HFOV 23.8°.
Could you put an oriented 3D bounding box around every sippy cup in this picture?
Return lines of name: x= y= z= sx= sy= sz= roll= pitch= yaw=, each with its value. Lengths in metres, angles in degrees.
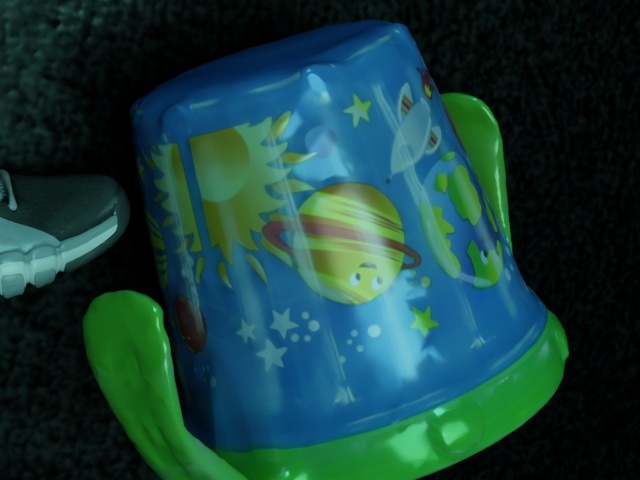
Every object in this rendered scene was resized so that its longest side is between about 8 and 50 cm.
sippy cup: x=0.000 y=0.000 z=0.871 sx=0.240 sy=0.305 sz=0.224 roll=-17 pitch=104 yaw=6

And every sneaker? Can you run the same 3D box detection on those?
sneaker: x=-0.217 y=-0.030 z=0.807 sx=0.228 sy=0.086 sz=0.132 roll=-19 pitch=112 yaw=-23
